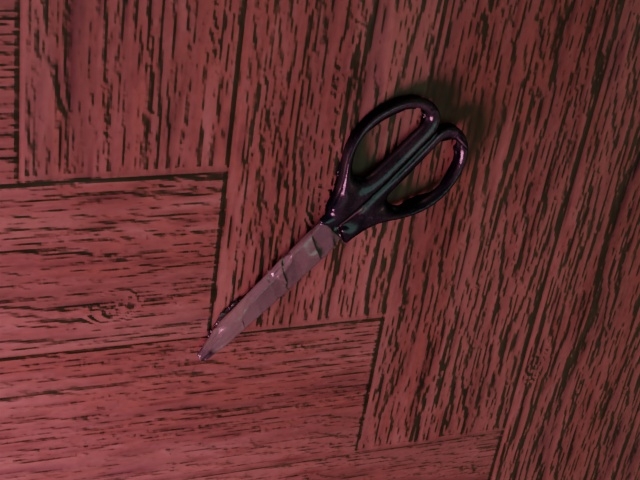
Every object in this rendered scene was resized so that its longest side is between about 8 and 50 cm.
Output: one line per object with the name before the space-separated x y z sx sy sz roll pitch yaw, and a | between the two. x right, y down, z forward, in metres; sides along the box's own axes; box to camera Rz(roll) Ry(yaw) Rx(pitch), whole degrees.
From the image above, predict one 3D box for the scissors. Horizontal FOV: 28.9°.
scissors | 0.000 0.000 1.059 0.300 0.022 0.109 -44 125 11
